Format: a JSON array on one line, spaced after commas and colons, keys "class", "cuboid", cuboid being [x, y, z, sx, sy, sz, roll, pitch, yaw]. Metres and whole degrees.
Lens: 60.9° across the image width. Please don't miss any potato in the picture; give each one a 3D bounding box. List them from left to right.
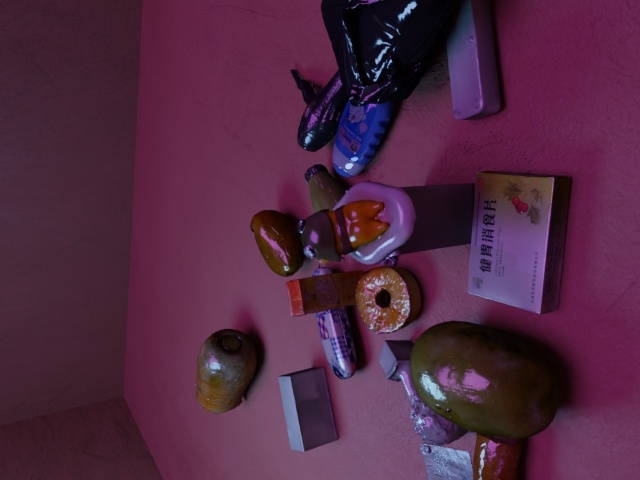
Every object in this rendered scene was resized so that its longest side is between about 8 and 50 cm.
[{"class": "potato", "cuboid": [0.319, 0.274, 1.091, 0.304, 0.215, 0.216, 0, 95, 42]}]

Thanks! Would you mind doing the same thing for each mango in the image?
[{"class": "mango", "cuboid": [-0.135, 0.004, 1.740, 0.151, 0.156, 0.249, -35, 58, 11]}]

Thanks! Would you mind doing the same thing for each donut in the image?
[{"class": "donut", "cuboid": [0.177, 0.146, 1.383, 0.190, 0.074, 0.174, -44, 58, 43]}]

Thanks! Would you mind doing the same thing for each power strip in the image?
[{"class": "power strip", "cuboid": [0.305, -0.446, 1.126, 0.091, 0.062, 0.386, -8, 88, 64]}]

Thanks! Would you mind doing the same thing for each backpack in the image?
[{"class": "backpack", "cuboid": [0.140, -0.504, 1.127, 0.446, 0.254, 0.364, 128, 129, -64]}]

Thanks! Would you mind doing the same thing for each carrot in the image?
[{"class": "carrot", "cuboid": [-0.364, 0.496, 2.067, 0.224, 0.224, 0.341, 53, 137, 37]}]

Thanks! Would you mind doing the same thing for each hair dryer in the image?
[{"class": "hair dryer", "cuboid": [-0.013, -0.453, 1.570, 0.304, 0.120, 0.360, -61, 38, 27]}]

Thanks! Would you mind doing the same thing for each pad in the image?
[{"class": "pad", "cuboid": [0.318, 0.629, 1.304, 0.159, 0.009, 0.265, -17, 81, 54]}]

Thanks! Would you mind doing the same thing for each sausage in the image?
[{"class": "sausage", "cuboid": [0.373, 0.527, 1.135, 0.108, 0.108, 0.271, -5, 90, 55]}]

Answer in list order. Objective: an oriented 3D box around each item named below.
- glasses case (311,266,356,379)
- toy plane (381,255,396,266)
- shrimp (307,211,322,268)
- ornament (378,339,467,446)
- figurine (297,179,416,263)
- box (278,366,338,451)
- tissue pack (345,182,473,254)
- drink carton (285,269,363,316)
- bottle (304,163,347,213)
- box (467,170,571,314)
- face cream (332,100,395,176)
[{"class": "glasses case", "cuboid": [0.037, 0.237, 1.579, 0.125, 0.076, 0.328, 140, 119, -64]}, {"class": "toy plane", "cuboid": [0.177, 0.040, 1.404, 0.083, 0.031, 0.079, -26, 88, 55]}, {"class": "shrimp", "cuboid": [0.001, 0.000, 1.616, 0.073, 0.075, 0.191, 11, 117, 21]}, {"class": "ornament", "cuboid": [0.232, 0.347, 1.283, 0.285, 0.130, 0.121, 53, 139, 38]}, {"class": "figurine", "cuboid": [0.050, -0.032, 1.056, 0.250, 0.140, 0.167, -26, 74, 54]}, {"class": "box", "cuboid": [-0.041, 0.519, 1.689, 0.086, 0.129, 0.225, -21, 77, 54]}, {"class": "tissue pack", "cuboid": [0.196, -0.050, 1.179, 0.159, 0.245, 0.136, 3, 97, 54]}, {"class": "drink carton", "cuboid": [0.020, 0.140, 1.472, 0.071, 0.222, 0.096, -21, 79, 52]}, {"class": "bottle", "cuboid": [0.036, -0.100, 1.513, 0.260, 0.112, 0.112, 62, 139, 28]}, {"class": "box", "cuboid": [0.386, -0.003, 1.076, 0.175, 0.062, 0.261, 15, 107, 53]}, {"class": "face cream", "cuboid": [0.102, -0.284, 1.421, 0.149, 0.083, 0.264, 55, 136, 36]}]
